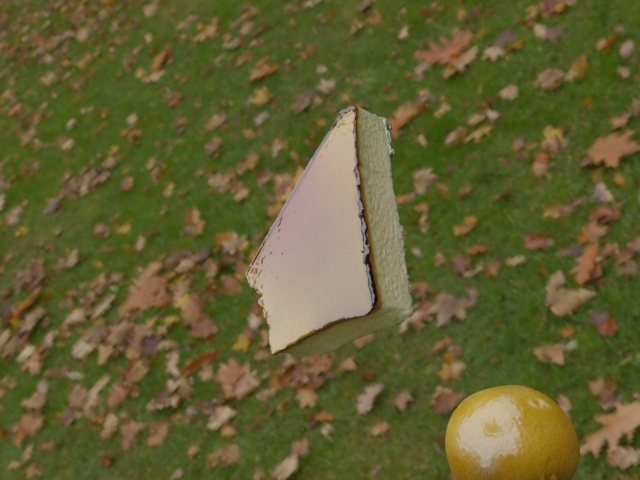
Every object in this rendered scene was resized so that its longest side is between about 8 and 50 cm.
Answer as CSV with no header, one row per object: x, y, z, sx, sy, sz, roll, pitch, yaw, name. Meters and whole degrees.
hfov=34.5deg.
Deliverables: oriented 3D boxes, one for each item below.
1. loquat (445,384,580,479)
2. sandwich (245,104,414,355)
0.198,0.218,1.069,0.141,0.141,0.141,-28,33,20,loquat
0.000,0.000,0.909,0.162,0.058,0.193,-28,56,41,sandwich
